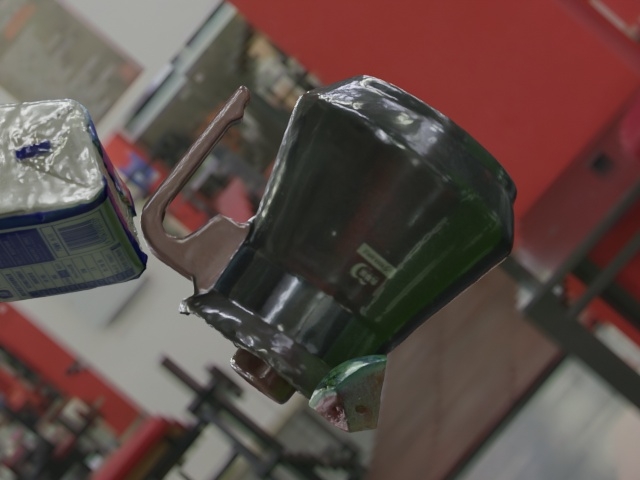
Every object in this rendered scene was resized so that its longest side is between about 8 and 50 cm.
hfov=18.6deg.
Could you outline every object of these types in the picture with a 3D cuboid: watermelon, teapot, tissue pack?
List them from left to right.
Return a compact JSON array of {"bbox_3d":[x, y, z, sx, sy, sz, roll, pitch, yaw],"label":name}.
[{"bbox_3d":[-0.291,-0.038,1.902,0.209,0.137,0.270,-8,-18,3],"label":"tissue pack"},{"bbox_3d":[0.000,0.000,2.258,0.362,0.376,0.305,-55,-1,-9],"label":"teapot"},{"bbox_3d":[0.041,0.149,1.969,0.092,0.072,0.084,-37,14,30],"label":"watermelon"}]
